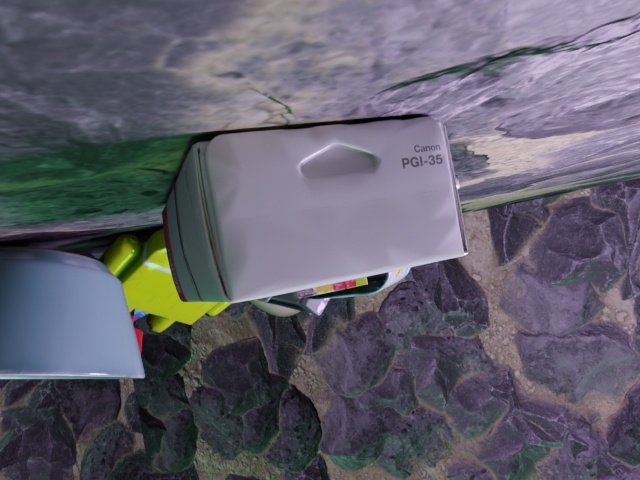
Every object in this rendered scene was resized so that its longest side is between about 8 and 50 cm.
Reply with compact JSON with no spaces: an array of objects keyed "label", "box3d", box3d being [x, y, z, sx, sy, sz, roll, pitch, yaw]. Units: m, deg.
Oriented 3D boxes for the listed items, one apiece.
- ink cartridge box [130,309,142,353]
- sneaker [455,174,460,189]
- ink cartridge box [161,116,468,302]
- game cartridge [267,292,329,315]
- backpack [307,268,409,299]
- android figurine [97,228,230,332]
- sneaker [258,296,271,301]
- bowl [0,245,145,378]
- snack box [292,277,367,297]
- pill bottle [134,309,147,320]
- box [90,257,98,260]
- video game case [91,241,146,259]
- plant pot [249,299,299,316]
[{"label":"ink cartridge box","box3d":[-0.414,0.137,0.935,0.231,0.078,0.134,28,-163,-27]},{"label":"sneaker","box3d":[0.162,-0.076,0.851,0.067,0.042,0.118,-14,173,-34]},{"label":"ink cartridge box","box3d":[-0.032,-0.014,0.505,0.207,0.117,0.283,-10,178,-21]},{"label":"game cartridge","box3d":[-0.032,0.063,1.284,0.230,0.068,0.355,-53,-161,-17]},{"label":"backpack","box3d":[0.055,0.006,0.829,0.144,0.165,0.188,-11,-179,-44]},{"label":"android figurine","box3d":[-0.239,0.062,0.874,0.248,0.056,0.273,25,127,-38]},{"label":"sneaker","box3d":[-0.098,0.052,1.243,0.147,0.104,0.296,-42,-179,-30]},{"label":"bowl","box3d":[-0.397,0.107,0.718,0.312,0.163,0.311,-1,164,0]},{"label":"snack box","box3d":[0.000,0.000,0.706,0.100,0.141,0.037,-10,178,-16]},{"label":"pill bottle","box3d":[-0.400,0.106,1.082,0.222,0.124,0.124,-27,-179,-12]},{"label":"box","box3d":[-0.582,0.094,1.145,0.180,0.077,0.147,-13,178,38]},{"label":"video game case","box3d":[-0.305,0.050,0.942,0.157,0.019,0.143,-5,146,24]},{"label":"plant pot","box3d":[-0.179,0.102,1.658,0.257,0.256,0.274,-12,163,22]}]
